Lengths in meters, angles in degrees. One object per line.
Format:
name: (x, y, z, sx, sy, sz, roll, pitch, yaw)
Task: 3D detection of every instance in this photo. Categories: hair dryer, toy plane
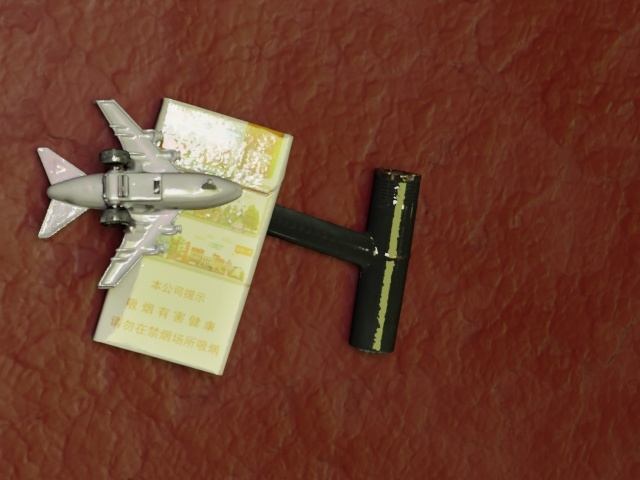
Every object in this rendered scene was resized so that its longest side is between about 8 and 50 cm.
hair dryer: (-0.007, 0.014, 1.504, 0.195, 0.050, 0.173, 4, 95, -24)
toy plane: (-0.152, -0.042, 1.380, 0.171, 0.065, 0.162, -2, 82, 1)

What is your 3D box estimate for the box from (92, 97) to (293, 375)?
box: (-0.111, -0.003, 1.435, 0.122, 0.032, 0.220, 16, 91, -10)
